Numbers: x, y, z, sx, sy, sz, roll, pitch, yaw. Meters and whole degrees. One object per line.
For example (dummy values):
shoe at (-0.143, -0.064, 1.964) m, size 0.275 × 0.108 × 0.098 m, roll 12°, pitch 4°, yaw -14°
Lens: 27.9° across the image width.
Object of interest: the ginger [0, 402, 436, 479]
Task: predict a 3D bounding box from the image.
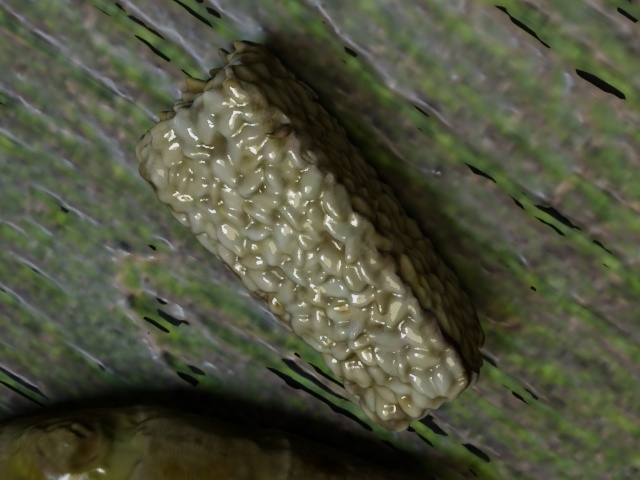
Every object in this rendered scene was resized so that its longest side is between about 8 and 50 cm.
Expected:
ginger at (-0.069, 0.133, 0.581) m, size 0.263 × 0.109 × 0.116 m, roll 5°, pitch 88°, yaw 9°

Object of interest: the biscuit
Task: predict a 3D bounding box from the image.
biscuit at (0.000, 0.000, 0.520) m, size 0.070 × 0.082 × 0.168 m, roll -36°, pitch 103°, yaw 26°
